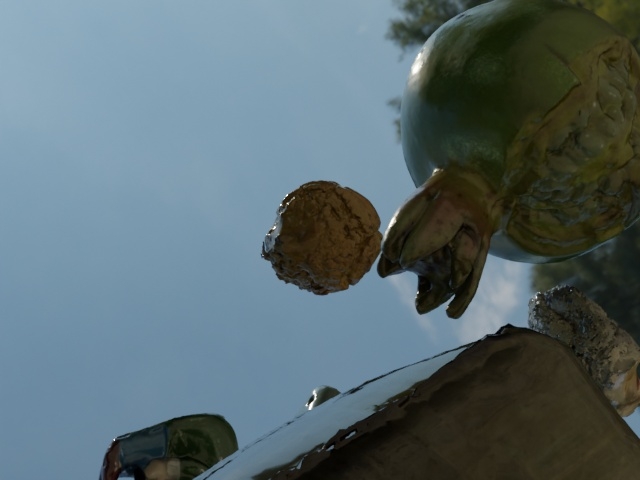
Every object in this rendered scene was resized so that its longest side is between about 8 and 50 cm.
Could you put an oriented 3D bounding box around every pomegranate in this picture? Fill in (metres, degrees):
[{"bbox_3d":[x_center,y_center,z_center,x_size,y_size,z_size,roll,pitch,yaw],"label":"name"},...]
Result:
[{"bbox_3d":[0.151,-0.064,0.927,0.236,0.236,0.302,48,-112,-12],"label":"pomegranate"}]

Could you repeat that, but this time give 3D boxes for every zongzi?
[{"bbox_3d":[-0.049,0.217,0.632,0.356,0.393,0.174,-22,-98,-38],"label":"zongzi"}]

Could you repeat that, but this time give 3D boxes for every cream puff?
[{"bbox_3d":[0.000,0.000,1.692,0.189,0.189,0.129,51,-163,-8],"label":"cream puff"}]

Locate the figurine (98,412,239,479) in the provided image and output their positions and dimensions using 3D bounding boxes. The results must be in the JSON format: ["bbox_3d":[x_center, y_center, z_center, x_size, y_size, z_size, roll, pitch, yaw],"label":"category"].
[{"bbox_3d":[-0.145,0.321,1.267,0.185,0.127,0.234,-7,-113,-31],"label":"figurine"}]

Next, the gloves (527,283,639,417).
[{"bbox_3d":[0.260,0.106,1.115,0.153,0.070,0.114,52,167,45],"label":"gloves"}]

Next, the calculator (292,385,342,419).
[{"bbox_3d":[-0.039,0.234,0.999,0.045,0.246,0.141,28,-145,-4],"label":"calculator"}]
